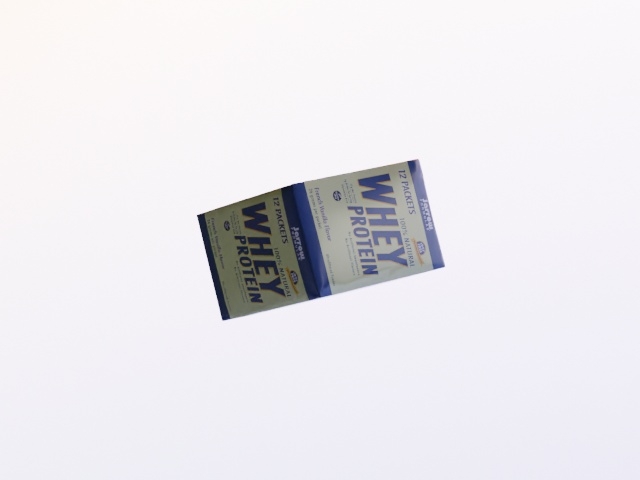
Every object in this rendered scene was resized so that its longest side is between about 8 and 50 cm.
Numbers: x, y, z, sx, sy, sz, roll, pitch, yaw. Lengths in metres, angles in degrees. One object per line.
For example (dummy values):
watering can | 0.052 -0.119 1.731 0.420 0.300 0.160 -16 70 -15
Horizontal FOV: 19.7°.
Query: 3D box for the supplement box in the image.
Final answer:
supplement box | 0.000 0.000 0.903 0.083 0.056 0.083 -13 179 -38
